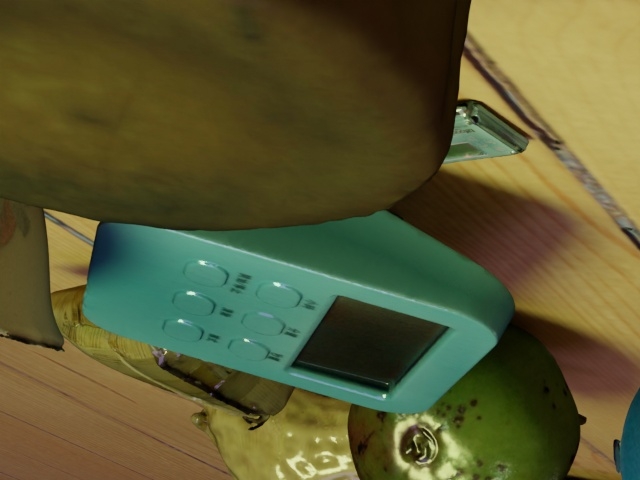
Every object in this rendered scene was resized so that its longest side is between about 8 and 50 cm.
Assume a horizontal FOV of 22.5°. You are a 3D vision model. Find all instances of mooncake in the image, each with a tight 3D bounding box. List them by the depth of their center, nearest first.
[{"bbox_3d":[-0.078,-0.116,0.600,0.290,0.161,0.290,11,163,3],"label":"mooncake"}]

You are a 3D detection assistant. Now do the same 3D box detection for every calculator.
[{"bbox_3d":[0.038,-0.057,0.940,0.172,0.018,0.057,-5,156,45],"label":"calculator"}]

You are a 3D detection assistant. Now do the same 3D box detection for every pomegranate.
[{"bbox_3d":[0.125,0.145,1.273,0.181,0.181,0.224,6,-179,26],"label":"pomegranate"}]

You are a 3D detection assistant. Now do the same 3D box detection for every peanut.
[{"bbox_3d":[0.017,0.209,1.566,0.291,0.159,0.143,7,-173,22],"label":"peanut"}]

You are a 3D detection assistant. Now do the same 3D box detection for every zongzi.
[{"bbox_3d":[-0.132,0.089,1.385,0.197,0.099,0.194,-4,149,41],"label":"zongzi"}]

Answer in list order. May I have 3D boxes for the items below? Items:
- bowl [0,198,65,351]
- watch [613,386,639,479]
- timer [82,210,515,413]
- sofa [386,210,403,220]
[{"bbox_3d":[-0.290,-0.056,0.920,0.345,0.157,0.345,15,175,1],"label":"bowl"},{"bbox_3d":[0.277,0.116,0.990,0.196,0.200,0.171,14,167,-11],"label":"watch"},{"bbox_3d":[-0.019,0.039,1.038,0.250,0.091,0.232,27,156,0],"label":"timer"},{"bbox_3d":[0.000,0.000,1.110,0.060,0.039,0.118,21,161,-25],"label":"sofa"}]
